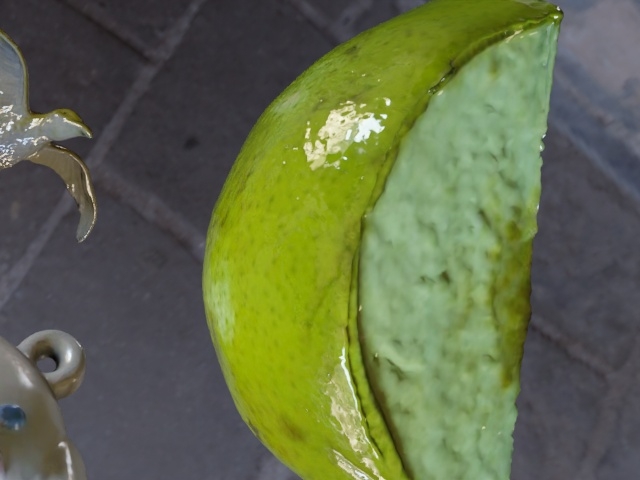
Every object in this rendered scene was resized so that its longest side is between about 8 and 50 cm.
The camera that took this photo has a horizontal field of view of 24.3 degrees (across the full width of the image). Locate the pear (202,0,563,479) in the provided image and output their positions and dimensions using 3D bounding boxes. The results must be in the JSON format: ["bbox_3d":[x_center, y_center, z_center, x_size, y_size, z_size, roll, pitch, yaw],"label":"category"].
[{"bbox_3d":[-0.004,0.004,0.806,0.139,0.239,0.288,0,99,-31],"label":"pear"}]

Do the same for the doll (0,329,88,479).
[{"bbox_3d":[-0.325,0.147,1.000,0.366,0.376,0.187,-24,127,-19],"label":"doll"}]

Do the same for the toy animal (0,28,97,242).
[{"bbox_3d":[-0.228,-0.068,1.120,0.095,0.155,0.219,-36,118,-19],"label":"toy animal"}]
